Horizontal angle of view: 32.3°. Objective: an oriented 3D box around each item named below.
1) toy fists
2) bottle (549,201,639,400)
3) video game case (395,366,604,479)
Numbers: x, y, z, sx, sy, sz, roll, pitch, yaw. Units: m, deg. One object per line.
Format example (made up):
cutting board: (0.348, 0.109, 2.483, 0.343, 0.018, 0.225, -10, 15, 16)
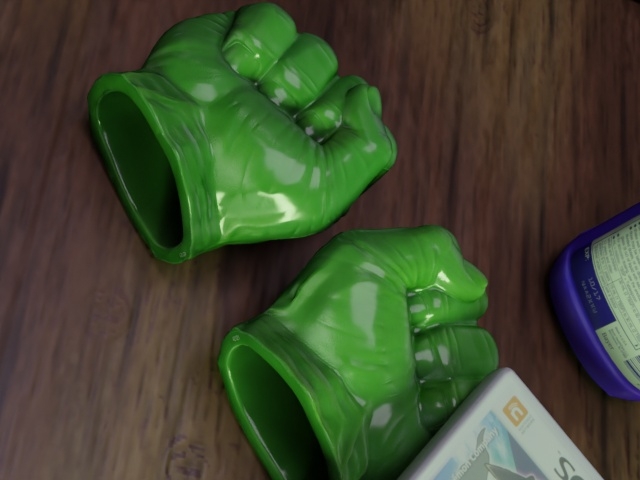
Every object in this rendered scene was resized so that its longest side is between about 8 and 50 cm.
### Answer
toy fists: (0.000, 0.000, 0.588, 0.142, 0.096, 0.279, -25, 82, -35)
bottle: (0.248, 0.003, 0.607, 0.092, 0.283, 0.118, -21, 79, -33)
video game case: (0.086, 0.188, 0.501, 0.183, 0.023, 0.201, 50, 57, -3)
